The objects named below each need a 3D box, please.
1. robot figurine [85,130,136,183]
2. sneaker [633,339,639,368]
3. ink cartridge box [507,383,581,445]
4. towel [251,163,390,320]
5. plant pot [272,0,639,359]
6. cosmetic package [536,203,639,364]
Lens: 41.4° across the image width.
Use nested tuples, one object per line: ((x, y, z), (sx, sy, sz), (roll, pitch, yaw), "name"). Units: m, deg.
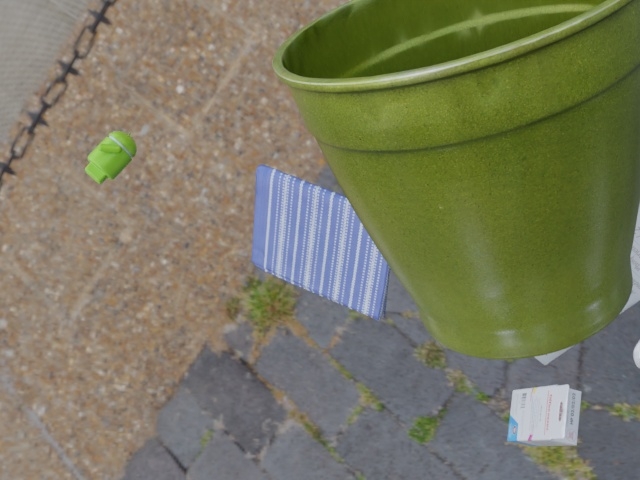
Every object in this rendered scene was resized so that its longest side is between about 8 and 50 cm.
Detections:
((-0.409, -0.166, 1.662), (0.067, 0.101, 0.115), (41, 79, -4), "robot figurine")
((0.730, 0.181, 1.665), (0.236, 0.095, 0.104), (-45, 41, -7), "sneaker")
((0.435, 0.335, 1.612), (0.181, 0.062, 0.104), (148, 136, -65), "ink cartridge box")
((0.000, 0.000, 1.700), (0.336, 0.040, 0.243), (23, 124, 28), "towel")
((0.181, -0.079, 0.886), (0.367, 0.352, 0.366), (-16, 26, 8), "plant pot")
((0.507, -0.017, 1.844), (0.394, 0.329, 0.327), (-42, 25, 24), "cosmetic package")
